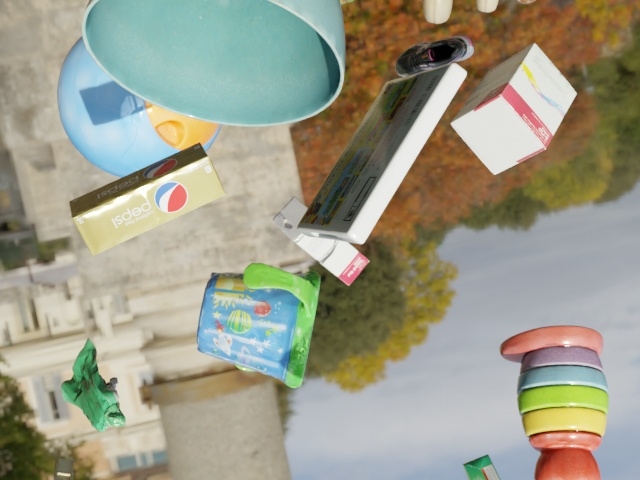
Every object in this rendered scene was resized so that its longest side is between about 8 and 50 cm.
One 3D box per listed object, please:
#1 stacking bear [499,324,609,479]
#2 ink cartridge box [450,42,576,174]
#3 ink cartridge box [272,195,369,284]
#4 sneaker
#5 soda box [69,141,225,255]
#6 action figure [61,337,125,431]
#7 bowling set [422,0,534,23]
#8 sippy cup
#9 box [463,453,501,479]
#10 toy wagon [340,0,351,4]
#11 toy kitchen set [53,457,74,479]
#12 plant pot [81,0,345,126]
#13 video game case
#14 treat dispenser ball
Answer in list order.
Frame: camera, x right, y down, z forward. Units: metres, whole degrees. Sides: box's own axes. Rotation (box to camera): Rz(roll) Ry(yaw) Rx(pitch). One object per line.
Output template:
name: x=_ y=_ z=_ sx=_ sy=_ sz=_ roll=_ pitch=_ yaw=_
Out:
stacking bear: x=0.408 y=0.303 z=1.703 sx=0.175 sy=0.289 sz=0.164 roll=4 pitch=158 yaw=-6
ink cartridge box: x=0.340 y=-0.231 z=1.766 sx=0.128 sy=0.127 sz=0.176 roll=-29 pitch=-160 yaw=49
ink cartridge box: x=0.000 y=0.000 z=1.803 sx=0.063 sy=0.150 sz=0.109 roll=-49 pitch=-144 yaw=1
sneaker: x=0.230 y=-0.394 z=2.144 sx=0.178 sy=0.072 sz=0.077 roll=-19 pitch=-177 yaw=34
soda box: x=-0.214 y=-0.052 z=1.247 sx=0.181 sy=0.058 sz=0.061 roll=-26 pitch=-152 yaw=-5
action figure: x=-0.416 y=0.292 z=1.896 sx=0.063 sy=0.137 sz=0.232 roll=13 pitch=-168 yaw=-32
bowling set: x=0.271 y=-0.478 z=1.684 sx=0.200 sy=0.154 sz=0.287 roll=1 pitch=-146 yaw=4
sippy cup: x=-0.128 y=0.162 z=2.039 sx=0.224 sy=0.305 sz=0.240 roll=10 pitch=-161 yaw=-2
box: x=0.248 y=0.390 z=1.386 sx=0.043 sy=0.179 sz=0.105 roll=-20 pitch=-141 yaw=-1
toy wagon: x=-0.059 y=-0.377 z=1.464 sx=0.267 sy=0.068 sz=0.344 roll=-3 pitch=172 yaw=-45
toy kitchen set: x=-0.479 y=0.475 z=1.927 sx=0.068 sy=0.083 sz=0.075 roll=12 pitch=-157 yaw=-16
plant pot: x=-0.103 y=-0.285 z=1.147 sx=0.290 sy=0.195 sz=0.290 roll=8 pitch=158 yaw=3
video game case: x=0.066 y=-0.100 z=1.188 sx=0.026 sy=0.227 sz=0.206 roll=33 pitch=173 yaw=-16
treat dispenser ball: x=-0.308 y=-0.247 z=1.751 sx=0.288 sy=0.288 sz=0.288 roll=-12 pitch=-178 yaw=0
